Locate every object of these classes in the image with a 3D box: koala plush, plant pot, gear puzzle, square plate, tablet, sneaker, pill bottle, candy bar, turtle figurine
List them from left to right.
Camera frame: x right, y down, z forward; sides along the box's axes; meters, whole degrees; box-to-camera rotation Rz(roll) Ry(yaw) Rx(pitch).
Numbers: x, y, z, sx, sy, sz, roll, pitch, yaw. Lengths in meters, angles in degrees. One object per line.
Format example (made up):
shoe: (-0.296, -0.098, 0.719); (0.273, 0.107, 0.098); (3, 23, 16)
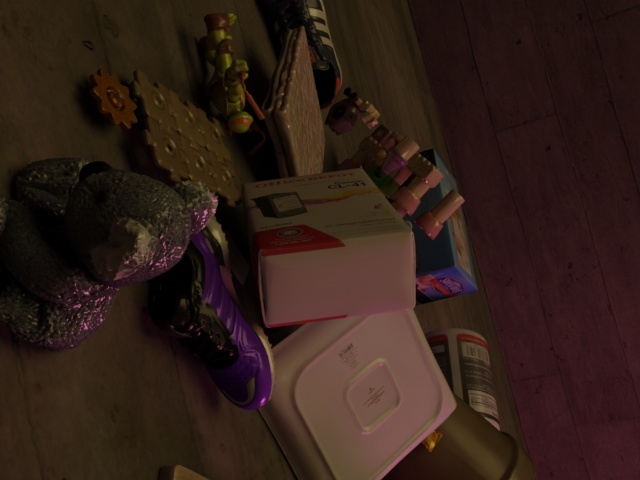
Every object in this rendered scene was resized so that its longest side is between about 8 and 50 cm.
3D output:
koala plush: (-0.222, 0.000, 0.749); (0.196, 0.221, 0.203); (-45, 117, -67)
gear puzzle: (-0.229, -0.150, 1.090); (0.339, 0.044, 0.175); (26, 45, -64)
sneaker: (-0.165, 0.112, 1.004); (0.293, 0.102, 0.146); (68, 25, -4)
turtle figurine: (-0.159, -0.266, 1.281); (0.269, 0.087, 0.217); (92, -17, -75)
tablet: (-0.143, 0.029, 1.230); (0.054, 0.006, 0.083); (-76, 145, -53)
sneaker: (-0.039, -0.452, 1.658); (0.148, 0.131, 0.350); (-86, 152, -51)
square plate: (0.076, 0.265, 1.270); (0.347, 0.049, 0.344); (-36, 113, -26)
candy bar: (0.161, 0.331, 1.401); (0.161, 0.040, 0.018); (42, -16, 9)
plant pot: (0.228, 0.437, 1.517); (0.280, 0.323, 0.323); (55, 24, -7)
pill bottle: (0.347, 0.428, 1.900); (0.210, 0.210, 0.363); (49, 33, -48)

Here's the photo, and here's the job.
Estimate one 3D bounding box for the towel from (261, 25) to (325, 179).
towel: (-0.045, -0.217, 1.490); (0.332, 0.053, 0.317); (-82, 164, -47)

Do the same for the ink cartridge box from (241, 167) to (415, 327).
ink cartridge box: (0.000, 0.000, 1.151); (0.306, 0.226, 0.131); (-115, -161, -64)

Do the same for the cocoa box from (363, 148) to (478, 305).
cocoa box: (0.261, -0.026, 1.976); (0.231, 0.228, 0.347); (37, 42, -58)

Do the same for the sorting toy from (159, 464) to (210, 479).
sorting toy: (-0.104, 0.438, 0.923); (0.257, 0.089, 0.255); (49, 32, -47)

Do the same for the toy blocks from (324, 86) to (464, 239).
toy blocks: (0.117, -0.131, 1.743); (0.309, 0.260, 0.288); (40, 7, -43)

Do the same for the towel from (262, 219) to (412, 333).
towel: (0.037, 0.062, 1.315); (0.034, 0.209, 0.285); (57, 38, -7)
